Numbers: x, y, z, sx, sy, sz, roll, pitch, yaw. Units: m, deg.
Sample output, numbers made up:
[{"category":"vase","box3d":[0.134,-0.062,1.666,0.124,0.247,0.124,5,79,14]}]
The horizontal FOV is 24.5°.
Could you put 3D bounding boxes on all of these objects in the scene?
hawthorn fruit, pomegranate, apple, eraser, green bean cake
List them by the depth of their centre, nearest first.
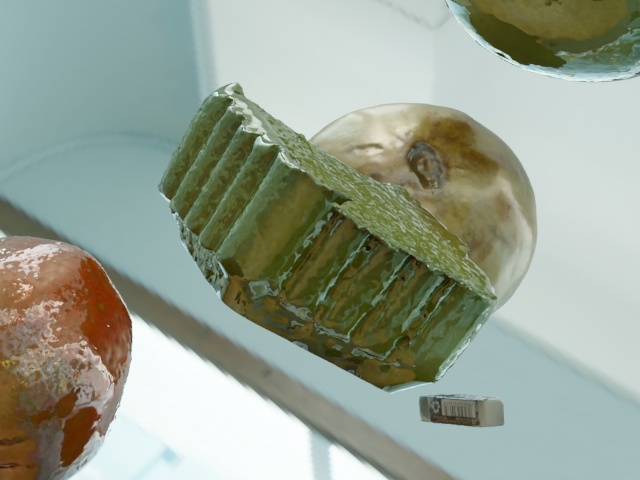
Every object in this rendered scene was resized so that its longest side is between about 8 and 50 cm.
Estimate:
[{"category":"hawthorn fruit","box3d":[-0.219,0.083,1.025,0.189,0.189,0.189,30,-34,23]},{"category":"green bean cake","box3d":[0.000,0.000,1.176,0.236,0.124,0.233,30,12,-30]},{"category":"eraser","box3d":[0.123,0.148,1.286,0.099,0.019,0.027,-6,-90,55]},{"category":"apple","box3d":[0.321,-0.360,1.758,0.357,0.357,0.357,30,-34,23]},{"category":"pomegranate","box3d":[0.106,-0.015,1.912,0.338,0.338,0.338,30,-34,23]}]
